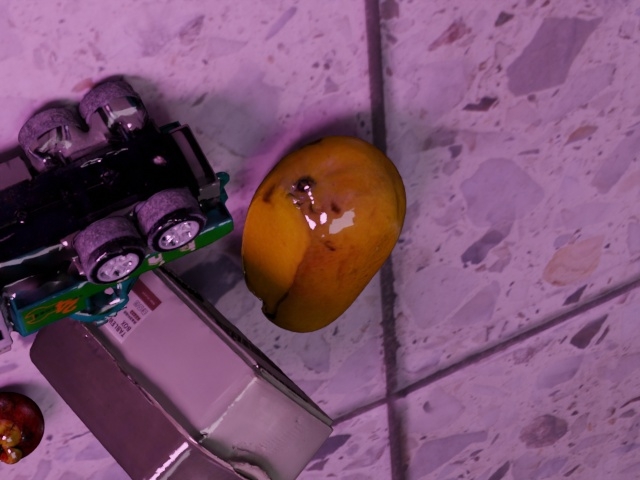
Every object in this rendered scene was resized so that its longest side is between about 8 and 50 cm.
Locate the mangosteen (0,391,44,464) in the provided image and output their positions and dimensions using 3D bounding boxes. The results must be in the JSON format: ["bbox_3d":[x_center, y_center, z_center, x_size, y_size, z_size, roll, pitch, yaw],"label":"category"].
[{"bbox_3d":[-0.332,0.201,1.745,0.081,0.081,0.081,-20,140,-17],"label":"mangosteen"}]

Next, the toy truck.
[{"bbox_3d":[-0.247,0.001,1.523,0.363,0.176,0.178,-22,153,-16],"label":"toy truck"}]

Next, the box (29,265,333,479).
[{"bbox_3d":[-0.142,0.149,1.660,0.166,0.290,0.220,-49,142,0],"label":"box"}]

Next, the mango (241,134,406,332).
[{"bbox_3d":[0.000,0.000,1.730,0.167,0.130,0.262,-12,144,-33],"label":"mango"}]
